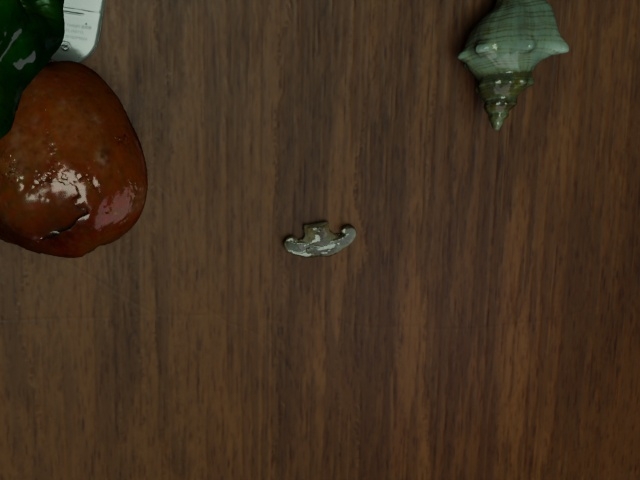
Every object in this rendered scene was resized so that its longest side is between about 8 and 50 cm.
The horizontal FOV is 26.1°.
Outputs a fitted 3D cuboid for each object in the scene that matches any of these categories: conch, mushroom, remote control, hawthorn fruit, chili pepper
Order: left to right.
[{"bbox_3d":[-0.356,-0.230,1.433,0.167,0.385,0.213,2,144,10],"label":"chili pepper"},{"bbox_3d":[-0.318,-0.124,1.591,0.211,0.211,0.299,-17,93,-12],"label":"hawthorn fruit"},{"bbox_3d":[-0.285,-0.329,1.626,0.077,0.022,0.245,7,105,-17],"label":"remote control"},{"bbox_3d":[0.000,0.000,1.823,0.101,0.019,0.049,-13,110,-15],"label":"mushroom"},{"bbox_3d":[0.262,-0.257,1.782,0.137,0.114,0.234,32,89,-37],"label":"conch"}]
